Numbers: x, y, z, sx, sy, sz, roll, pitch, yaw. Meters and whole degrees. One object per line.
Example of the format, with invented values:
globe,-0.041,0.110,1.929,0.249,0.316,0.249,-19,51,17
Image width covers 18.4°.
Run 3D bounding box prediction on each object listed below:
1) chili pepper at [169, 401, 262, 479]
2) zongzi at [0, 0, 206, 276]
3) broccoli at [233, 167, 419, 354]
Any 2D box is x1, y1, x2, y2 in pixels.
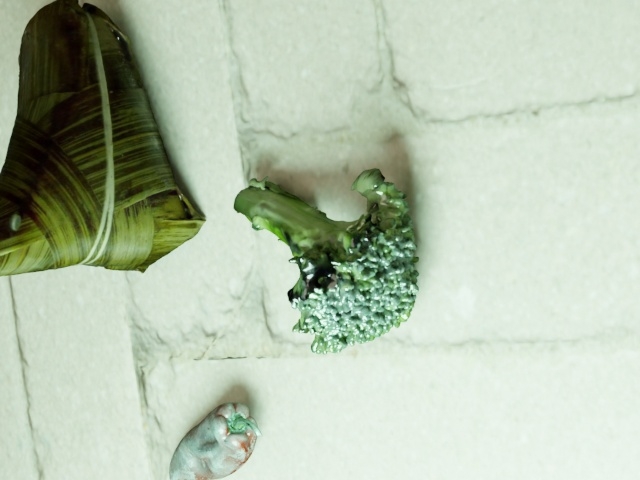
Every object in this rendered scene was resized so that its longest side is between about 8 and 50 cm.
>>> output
chili pepper,-0.085,0.169,1.626,0.153,0.041,0.050,134,136,-56
zongzi,-0.233,-0.089,1.588,0.111,0.241,0.248,-29,76,38
broccoli,-0.002,0.002,1.491,0.204,0.118,0.122,40,154,51
